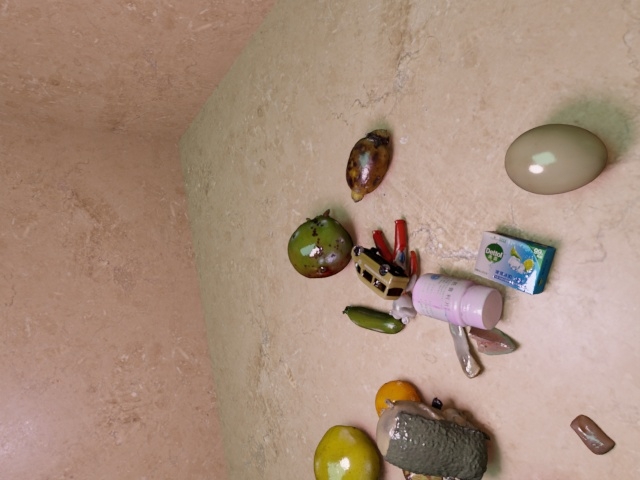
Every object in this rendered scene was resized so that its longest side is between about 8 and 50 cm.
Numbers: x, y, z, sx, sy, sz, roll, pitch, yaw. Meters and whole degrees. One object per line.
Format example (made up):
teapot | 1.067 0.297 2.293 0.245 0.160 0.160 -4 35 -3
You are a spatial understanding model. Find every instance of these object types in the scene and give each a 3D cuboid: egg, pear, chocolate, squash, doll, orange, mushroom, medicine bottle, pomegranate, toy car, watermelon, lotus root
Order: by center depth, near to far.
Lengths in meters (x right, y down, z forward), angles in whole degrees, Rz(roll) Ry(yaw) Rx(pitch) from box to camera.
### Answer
egg | 0.615 -0.213 1.107 0.241 0.185 0.186 10 98 40
chocolate | 0.717 0.518 1.114 0.065 0.031 0.101 -57 49 28
watermelon | 0.531 0.321 1.313 0.155 0.080 0.101 5 104 35
doll | 0.357 0.631 1.348 0.349 0.247 0.248 16 105 13
medicine bottle | 0.438 0.195 1.354 0.254 0.151 0.152 7 96 50
mushroom | 0.475 0.355 1.395 0.059 0.054 0.202 -37 57 38
toy car | 0.205 0.114 1.545 0.256 0.101 0.125 39 115 50
orange | 0.285 0.608 1.548 0.177 0.155 0.178 -8 77 39
doll | 0.290 0.121 1.584 0.188 0.099 0.385 -24 66 49
lotus root | 0.182 -0.291 1.663 0.169 0.141 0.314 42 123 46
pear | 0.105 0.905 1.677 0.294 0.294 0.295 1 91 50
squash | 0.197 0.318 1.700 0.331 0.087 0.087 8 96 51
pomegranate | -0.002 -0.003 1.799 0.290 0.290 0.324 -22 65 48

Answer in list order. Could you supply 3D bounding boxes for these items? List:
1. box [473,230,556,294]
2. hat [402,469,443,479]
box | 0.573 0.062 1.249 0.194 0.073 0.140 24 109 48
hat | 0.344 0.856 1.530 0.193 0.082 0.193 3 93 49
